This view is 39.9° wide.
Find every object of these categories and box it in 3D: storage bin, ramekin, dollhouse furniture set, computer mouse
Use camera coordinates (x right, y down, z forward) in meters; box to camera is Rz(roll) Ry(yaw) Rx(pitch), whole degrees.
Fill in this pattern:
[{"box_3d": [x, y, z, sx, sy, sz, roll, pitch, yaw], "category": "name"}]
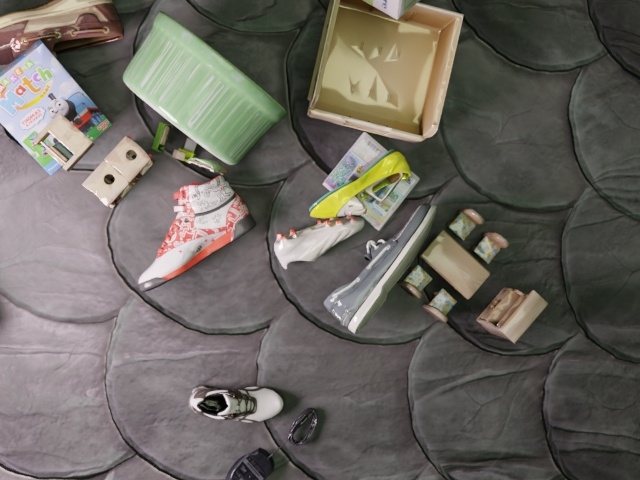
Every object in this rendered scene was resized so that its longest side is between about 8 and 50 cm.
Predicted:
[{"box_3d": [0.124, -0.357, 1.805, 0.262, 0.123, 0.261, 13, 88, -9], "category": "storage bin"}, {"box_3d": [-0.226, -0.278, 1.670, 0.303, 0.303, 0.148, 38, 93, -8], "category": "ramekin"}, {"box_3d": [0.323, 0.086, 1.823, 0.242, 0.161, 0.212, 42, 85, -7], "category": "dollhouse furniture set"}, {"box_3d": [-0.436, -0.173, 1.717, 0.183, 0.129, 0.129, 42, 84, -7], "category": "dollhouse furniture set"}, {"box_3d": [-0.101, 0.434, 1.830, 0.242, 0.041, 0.071, -39, 105, -13], "category": "computer mouse"}, {"box_3d": [-0.256, -0.183, 1.761, 0.151, 0.076, 0.059, 20, 93, 12], "category": "dollhouse furniture set"}]

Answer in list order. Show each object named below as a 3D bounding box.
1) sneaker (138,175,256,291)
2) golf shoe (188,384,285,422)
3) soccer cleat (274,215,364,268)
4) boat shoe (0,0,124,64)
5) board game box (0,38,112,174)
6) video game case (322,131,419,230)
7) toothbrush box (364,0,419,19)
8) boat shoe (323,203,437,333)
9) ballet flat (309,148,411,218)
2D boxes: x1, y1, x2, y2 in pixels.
[{"box_3d": [-0.276, -0.020, 1.767, 0.270, 0.090, 0.145, -33, 95, -10], "category": "sneaker"}, {"box_3d": [-0.167, 0.337, 1.786, 0.198, 0.094, 0.077, 2, 89, -10], "category": "golf shoe"}, {"box_3d": [0.000, 0.000, 1.825, 0.196, 0.068, 0.076, -17, 108, -7], "category": "soccer cleat"}, {"box_3d": [-0.547, -0.375, 1.705, 0.341, 0.123, 0.123, -24, 93, -14], "category": "boat shoe"}, {"box_3d": [-0.530, -0.253, 1.697, 0.160, 0.039, 0.211, -41, 127, -6], "category": "board game box"}, {"box_3d": [0.107, -0.125, 1.859, 0.157, 0.019, 0.143, 39, 85, -8], "category": "video game case"}, {"box_3d": [0.104, -0.587, 1.713, 0.283, 0.122, 0.206, 34, 60, 20], "category": "toothbrush box"}, {"box_3d": [0.126, 0.039, 1.818, 0.099, 0.116, 0.319, 33, 78, 16], "category": "boat shoe"}, {"box_3d": [0.088, -0.098, 1.803, 0.231, 0.077, 0.077, -35, 76, -9], "category": "ballet flat"}]
